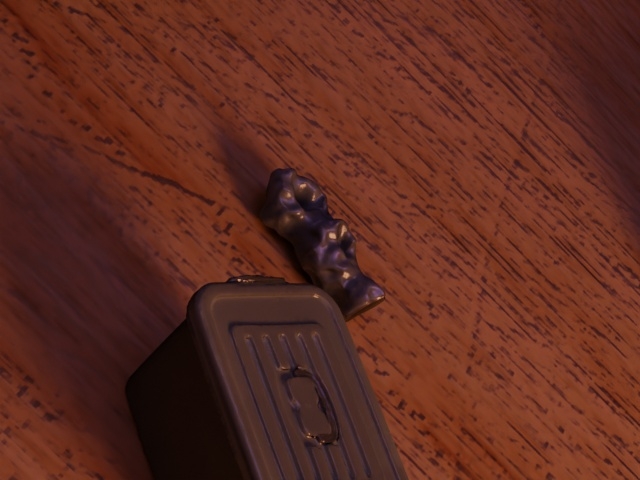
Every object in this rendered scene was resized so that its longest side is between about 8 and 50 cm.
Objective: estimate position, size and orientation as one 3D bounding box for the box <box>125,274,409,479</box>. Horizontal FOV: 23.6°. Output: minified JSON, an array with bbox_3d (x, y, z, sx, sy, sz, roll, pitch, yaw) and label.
[{"bbox_3d":[-0.025,0.082,0.631,0.084,0.069,0.122,2,59,-46],"label":"box"}]

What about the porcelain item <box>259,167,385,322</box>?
[{"bbox_3d":[0.000,0.000,0.754,0.036,0.028,0.083,-26,78,-49],"label":"porcelain item"}]
